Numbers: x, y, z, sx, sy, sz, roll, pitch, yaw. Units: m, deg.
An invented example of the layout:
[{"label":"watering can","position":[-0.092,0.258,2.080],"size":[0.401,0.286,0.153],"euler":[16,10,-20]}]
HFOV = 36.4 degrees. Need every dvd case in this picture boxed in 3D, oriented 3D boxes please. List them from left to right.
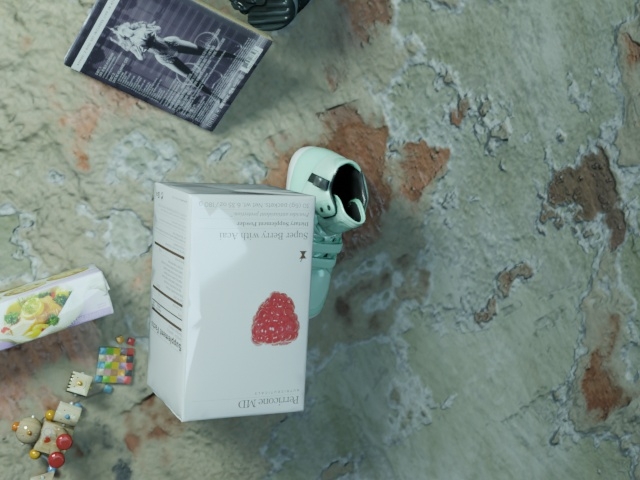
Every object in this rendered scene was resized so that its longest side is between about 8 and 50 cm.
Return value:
[{"label":"dvd case","position":[-0.198,-0.248,1.270],"size":[0.221,0.018,0.164],"euler":[22,124,-26]}]

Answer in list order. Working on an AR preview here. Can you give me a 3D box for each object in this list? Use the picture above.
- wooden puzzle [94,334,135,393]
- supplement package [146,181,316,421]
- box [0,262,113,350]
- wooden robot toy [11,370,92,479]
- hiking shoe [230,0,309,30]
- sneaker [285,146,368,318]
[{"label":"wooden puzzle","position":[-0.285,0.172,1.350],"size":[0.049,0.006,0.083],"euler":[6,96,-25]},{"label":"supplement package","position":[-0.124,0.074,1.314],"size":[0.178,0.175,0.292],"euler":[-1,99,-25]},{"label":"box","position":[-0.430,0.109,1.243],"size":[0.324,0.067,0.063],"euler":[-18,104,-20]},{"label":"wooden robot toy","position":[-0.368,0.252,1.294],"size":[0.079,0.076,0.173],"euler":[22,88,-15]},{"label":"hiking shoe","position":[-0.114,-0.426,1.298],"size":[0.304,0.113,0.132],"euler":[57,44,-14]},{"label":"sneaker","position":[0.000,0.000,1.372],"size":[0.094,0.151,0.255],"euler":[1,99,-26]}]
